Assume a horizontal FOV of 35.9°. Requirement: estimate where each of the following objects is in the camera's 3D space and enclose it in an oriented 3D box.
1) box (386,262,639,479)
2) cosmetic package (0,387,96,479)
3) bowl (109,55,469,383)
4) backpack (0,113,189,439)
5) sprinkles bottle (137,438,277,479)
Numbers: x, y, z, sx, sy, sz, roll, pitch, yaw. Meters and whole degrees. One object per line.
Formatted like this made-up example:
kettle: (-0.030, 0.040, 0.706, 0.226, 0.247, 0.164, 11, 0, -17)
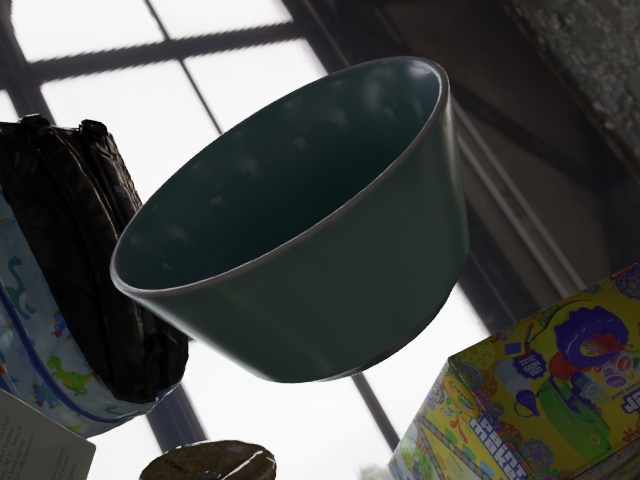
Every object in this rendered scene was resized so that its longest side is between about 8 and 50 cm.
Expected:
box: (0.270, 0.216, 1.151, 0.290, 0.177, 0.279, -21, -29, -27)
cosmetic package: (-0.313, 0.200, 0.800, 0.151, 0.151, 0.184, -6, -35, 31)
bowl: (0.000, 0.000, 0.822, 0.311, 0.311, 0.163, -32, -66, 4)
backpack: (-0.303, 0.059, 1.195, 0.273, 0.355, 0.290, -40, -8, 19)
sprinkles bottle: (-0.076, 0.358, 0.863, 0.121, 0.356, 0.121, -6, 12, 1)
